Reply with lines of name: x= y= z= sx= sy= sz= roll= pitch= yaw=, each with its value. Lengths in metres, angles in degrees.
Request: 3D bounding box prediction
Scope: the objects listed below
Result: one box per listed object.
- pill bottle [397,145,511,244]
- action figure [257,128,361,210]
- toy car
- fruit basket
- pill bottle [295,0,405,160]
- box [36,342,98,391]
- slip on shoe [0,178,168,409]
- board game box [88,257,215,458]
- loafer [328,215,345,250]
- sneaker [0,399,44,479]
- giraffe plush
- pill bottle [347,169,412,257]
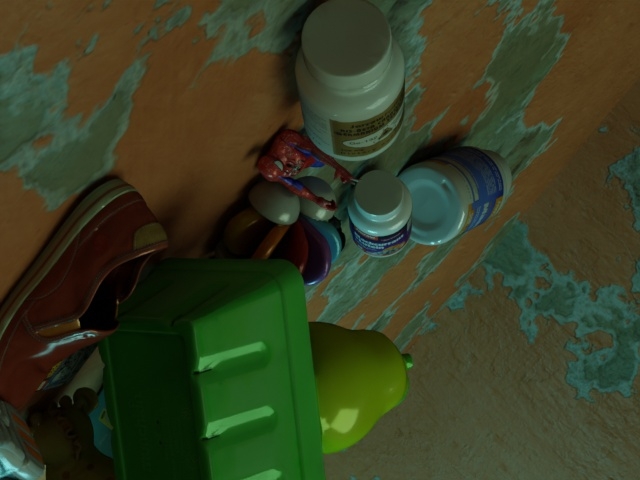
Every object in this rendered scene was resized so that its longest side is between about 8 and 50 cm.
pill bottle: x=0.252 y=-0.091 z=2.403 sx=0.272 sy=0.152 sz=0.152 roll=-23 pitch=152 yaw=-56
action figure: x=0.020 y=-0.101 z=1.768 sx=0.280 sy=0.139 sz=0.091 roll=-20 pitch=148 yaw=-56
toy car: x=-0.044 y=0.004 z=1.808 sx=0.182 sy=0.136 sz=0.159 roll=-8 pitch=139 yaw=-49
fruit basket: x=-0.075 y=0.197 z=1.671 sx=0.392 sy=0.283 sz=0.392 roll=0 pitch=90 yaw=-53
pill bottle: x=0.036 y=-0.194 z=1.563 sx=0.131 sy=0.131 sz=0.229 roll=-45 pitch=165 yaw=-10
box: x=-0.310 y=0.128 z=1.631 sx=0.137 sy=0.027 sz=0.094 roll=-51 pitch=166 yaw=14
slip on shoe: x=-0.281 y=0.083 z=1.452 sx=0.331 sy=0.101 sz=0.123 roll=-52 pitch=167 yaw=22
board game box: x=-0.197 y=0.162 z=1.938 sx=0.254 sy=0.079 sz=0.336 roll=-27 pitch=155 yaw=-53
loafer: x=0.000 y=0.000 z=2.072 sx=0.076 sy=0.078 sz=0.223 roll=-44 pitch=165 yaw=-11
sneaker: x=-0.424 y=0.218 z=1.361 sx=0.180 sy=0.124 sz=0.321 roll=-28 pitch=147 yaw=-4
giraffe plush: x=-0.342 y=0.302 z=1.757 sx=0.210 sy=0.170 sz=0.181 roll=-29 pitch=-175 yaw=35
pill bottle: x=0.099 y=-0.048 z=2.170 sx=0.108 sy=0.108 sz=0.193 roll=-45 pitch=165 yaw=-10
